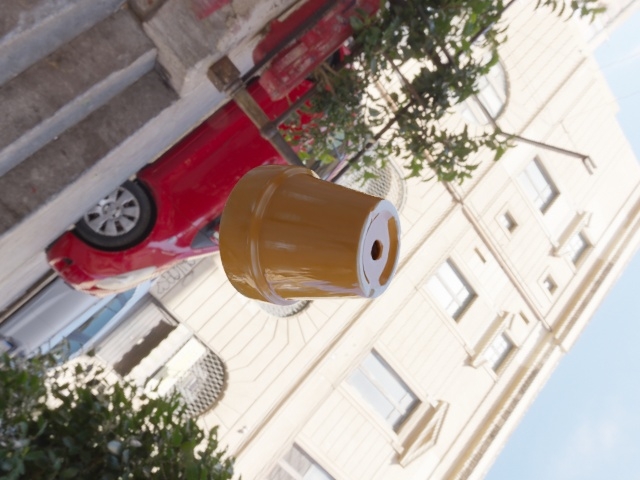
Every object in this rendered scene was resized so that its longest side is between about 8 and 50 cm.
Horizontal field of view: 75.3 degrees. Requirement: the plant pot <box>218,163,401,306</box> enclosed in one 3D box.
[{"bbox_3d":[0.000,0.000,0.571,0.188,0.205,0.205,8,-134,34],"label":"plant pot"}]
